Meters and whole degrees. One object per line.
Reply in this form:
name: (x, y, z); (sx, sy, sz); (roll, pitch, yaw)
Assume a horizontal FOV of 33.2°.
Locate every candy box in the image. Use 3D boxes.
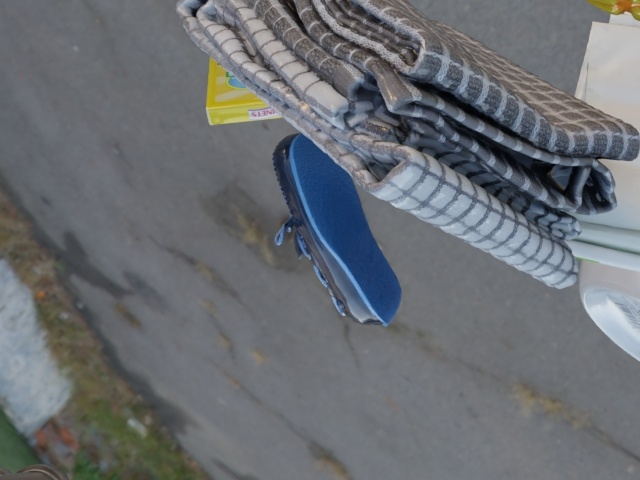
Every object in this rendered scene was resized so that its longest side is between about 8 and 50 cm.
candy box: (-0.013, -0.170, 1.099); (0.206, 0.105, 0.027); (-6, 139, 4)

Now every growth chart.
growth chart: (0.260, -0.083, 0.807); (0.172, 0.237, 0.021); (18, 179, 4)

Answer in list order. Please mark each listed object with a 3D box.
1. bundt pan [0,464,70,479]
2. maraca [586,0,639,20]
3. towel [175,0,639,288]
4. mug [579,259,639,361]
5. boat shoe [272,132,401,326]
bundt pan: (-0.272, 0.324, 0.768); (0.331, 0.331, 0.124); (14, 178, 42)
maraca: (0.199, -0.163, 0.536); (0.127, 0.186, 0.099); (-164, 65, -78)
towel: (0.059, -0.108, 0.744); (0.235, 0.121, 0.283); (23, -165, -43)
mug: (0.467, 0.010, 1.194); (0.276, 0.328, 0.374); (27, 161, 46)
boat shoe: (0.000, 0.000, 1.220); (0.089, 0.109, 0.258); (-4, 119, 40)
